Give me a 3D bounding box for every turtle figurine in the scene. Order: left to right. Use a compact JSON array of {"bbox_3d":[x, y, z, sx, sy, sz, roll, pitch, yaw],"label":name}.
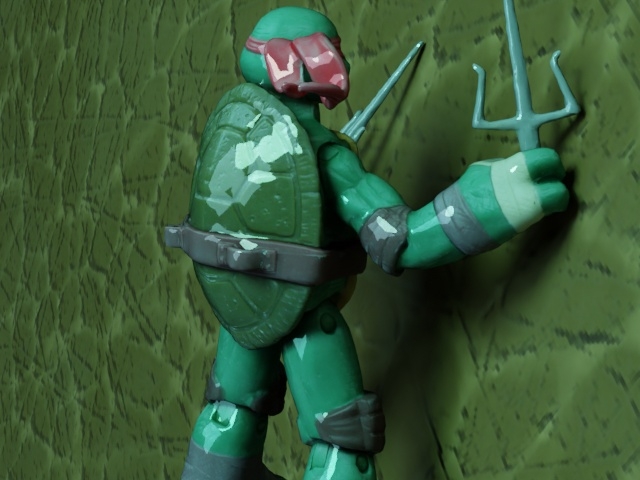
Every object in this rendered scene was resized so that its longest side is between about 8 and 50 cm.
[{"bbox_3d":[0.000,0.000,0.646,0.175,0.118,0.234,25,111,62],"label":"turtle figurine"}]
